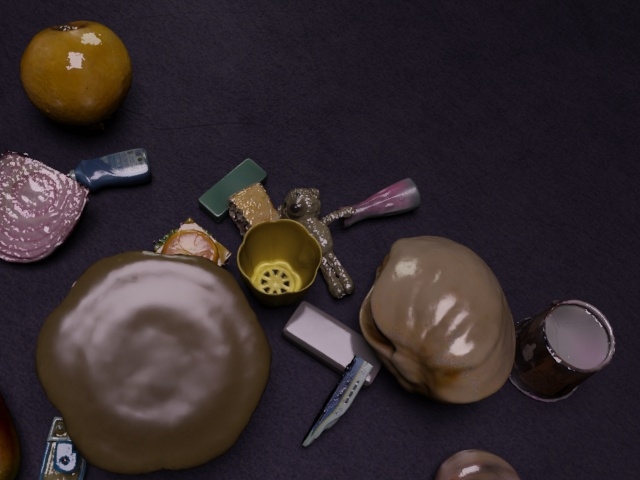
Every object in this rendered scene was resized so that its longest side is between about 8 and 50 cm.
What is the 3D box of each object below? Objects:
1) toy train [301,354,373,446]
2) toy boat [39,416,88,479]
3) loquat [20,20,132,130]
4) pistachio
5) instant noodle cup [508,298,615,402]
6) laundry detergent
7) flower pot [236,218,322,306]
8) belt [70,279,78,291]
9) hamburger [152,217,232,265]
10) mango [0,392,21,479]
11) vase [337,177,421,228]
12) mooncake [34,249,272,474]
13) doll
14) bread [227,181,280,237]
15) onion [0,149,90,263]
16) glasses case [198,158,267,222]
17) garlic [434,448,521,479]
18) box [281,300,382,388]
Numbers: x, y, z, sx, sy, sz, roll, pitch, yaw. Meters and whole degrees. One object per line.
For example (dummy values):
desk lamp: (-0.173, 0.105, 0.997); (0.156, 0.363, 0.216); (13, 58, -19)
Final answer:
toy train: (0.037, 0.369, 1.567); (0.051, 0.052, 0.234); (31, 84, 2)
toy boat: (-0.536, 0.460, 1.444); (0.088, 0.102, 0.215); (4, 65, -4)
loquat: (-0.609, -0.410, 1.762); (0.274, 0.275, 0.275); (3, 64, -7)
pistachio: (0.271, 0.175, 1.609); (0.364, 0.282, 0.446); (5, 45, -15)
instant noodle cup: (0.561, 0.252, 1.639); (0.217, 0.207, 0.218); (3, 66, -7)
laundry detergent: (-0.537, -0.176, 1.766); (0.206, 0.061, 0.097); (-12, 69, -13)
flower pot: (-0.099, 0.072, 1.644); (0.195, 0.179, 0.195); (2, 64, -5)
belt: (-0.552, 0.133, 1.633); (0.059, 0.036, 0.083); (-25, 70, -11)
hamburger: (-0.310, 0.047, 1.675); (0.164, 0.093, 0.190); (-36, 74, -19)
mango: (-0.705, 0.400, 1.441); (0.133, 0.111, 0.268); (-17, 66, -32)
vase: (0.150, -0.091, 1.816); (0.214, 0.086, 0.086); (-19, 69, -11)
mooncake: (-0.339, 0.242, 1.451); (0.466, 0.262, 0.468); (2, 81, -14)
doll: (-0.016, 0.006, 1.745); (0.202, 0.091, 0.286); (-5, 85, 22)
bread: (-0.171, -0.070, 1.748); (0.106, 0.082, 0.125); (-33, 93, -36)
onion: (-0.700, -0.070, 1.676); (0.250, 0.111, 0.248); (29, 87, -5)
glasses case: (-0.225, -0.129, 1.800); (0.077, 0.039, 0.184); (41, 66, 12)
garlic: (0.373, 0.540, 1.543); (0.266, 0.149, 0.129); (5, 28, -1)
box: (0.032, 0.246, 1.650); (0.243, 0.055, 0.103); (32, 65, 7)
